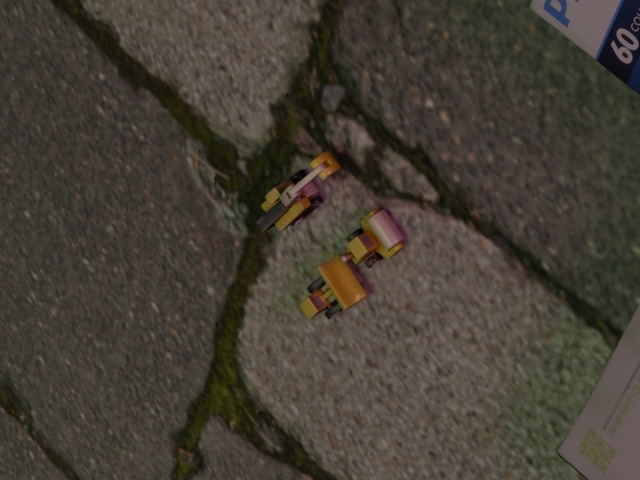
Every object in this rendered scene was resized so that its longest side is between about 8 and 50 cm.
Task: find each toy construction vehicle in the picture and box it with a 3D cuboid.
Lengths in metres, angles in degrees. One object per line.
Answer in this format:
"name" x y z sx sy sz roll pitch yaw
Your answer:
"toy construction vehicle" 0.000 0.000 1.087 0.086 0.035 0.098 57 141 4

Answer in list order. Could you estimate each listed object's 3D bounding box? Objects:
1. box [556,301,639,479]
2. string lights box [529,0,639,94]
"box" 0.278 0.123 0.846 0.322 0.058 0.232 43 138 22
"string lights box" 0.223 -0.083 0.762 0.260 0.077 0.133 42 139 22
